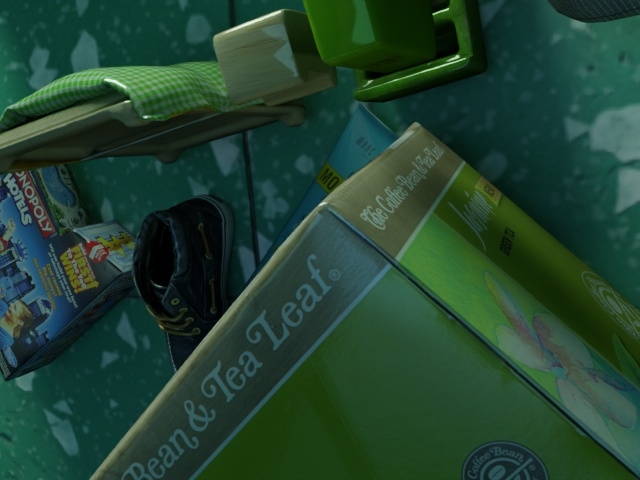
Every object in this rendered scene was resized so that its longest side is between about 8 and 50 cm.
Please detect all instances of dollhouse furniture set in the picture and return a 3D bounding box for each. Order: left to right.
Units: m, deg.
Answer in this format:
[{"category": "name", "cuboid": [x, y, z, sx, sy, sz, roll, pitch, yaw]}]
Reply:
[{"category": "dollhouse furniture set", "cuboid": [-0.070, -0.150, 0.506, 0.302, 0.198, 0.151, -11, 92, 31]}]

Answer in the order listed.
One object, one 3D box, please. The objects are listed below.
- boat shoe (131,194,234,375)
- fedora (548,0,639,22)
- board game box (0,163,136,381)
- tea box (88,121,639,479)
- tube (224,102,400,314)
[{"category": "boat shoe", "cuboid": [-0.119, 0.055, 0.642, 0.065, 0.083, 0.183, 9, 105, 25]}, {"category": "fedora", "cuboid": [0.184, -0.196, 0.376, 0.276, 0.243, 0.124, -30, 118, 0]}, {"category": "board game box", "cuboid": [-0.249, 0.010, 0.713, 0.194, 0.060, 0.194, -23, 90, 28]}, {"category": "tea box", "cuboid": [0.055, 0.164, 0.473, 0.323, 0.220, 0.329, 42, 116, 1]}, {"category": "tube", "cuboid": [0.000, 0.000, 0.594, 0.080, 0.052, 0.207, 43, 111, 16]}]
